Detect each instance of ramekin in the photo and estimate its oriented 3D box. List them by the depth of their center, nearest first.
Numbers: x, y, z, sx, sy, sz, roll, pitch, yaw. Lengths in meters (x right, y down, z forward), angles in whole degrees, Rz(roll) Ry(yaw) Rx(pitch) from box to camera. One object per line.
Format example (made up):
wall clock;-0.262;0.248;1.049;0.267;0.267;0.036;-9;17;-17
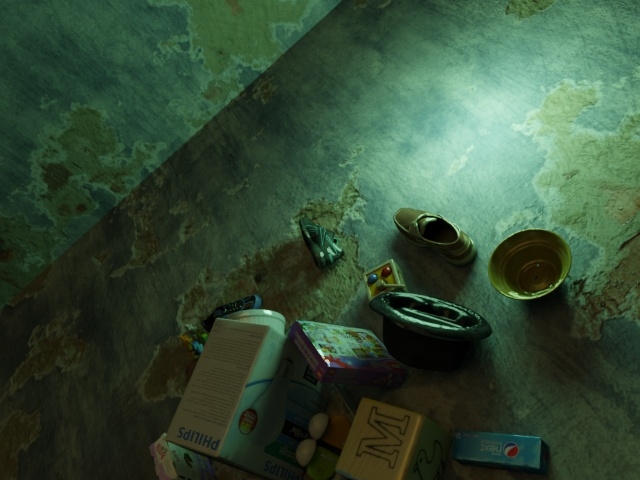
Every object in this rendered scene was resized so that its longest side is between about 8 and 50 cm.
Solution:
ramekin;-0.215;0.314;1.969;0.207;0.207;0.109;-20;58;25

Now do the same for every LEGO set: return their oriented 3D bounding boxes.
LEGO set;-0.440;0.386;2.182;0.087;0.093;0.227;-32;28;-32

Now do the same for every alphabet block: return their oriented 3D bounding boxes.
alphabet block;0.185;0.530;1.495;0.194;0.192;0.197;6;64;39

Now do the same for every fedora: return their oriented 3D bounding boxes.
fedora;0.284;0.254;1.624;0.334;0.334;0.152;21;107;45

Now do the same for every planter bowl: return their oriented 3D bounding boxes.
planter bowl;0.568;0.082;1.606;0.217;0.090;0.217;-21;48;24

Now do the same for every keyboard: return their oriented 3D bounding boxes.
keyboard;0.090;0.473;1.696;0.014;0.072;0.256;-42;42;1

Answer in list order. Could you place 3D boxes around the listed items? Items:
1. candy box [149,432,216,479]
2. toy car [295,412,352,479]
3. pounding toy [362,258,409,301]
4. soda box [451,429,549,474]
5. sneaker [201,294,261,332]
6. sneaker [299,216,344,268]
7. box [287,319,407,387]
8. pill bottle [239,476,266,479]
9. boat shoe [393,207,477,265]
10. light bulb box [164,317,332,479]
candy box;-0.414;0.696;1.831;0.070;0.196;0.165;-42;42;4
toy car;0.017;0.565;1.651;0.182;0.159;0.136;-62;10;-17
pounding toy;0.205;0.138;1.841;0.130;0.100;0.141;-29;45;18
soda box;0.422;0.499;1.419;0.210;0.067;0.071;-7;56;35
sneaker;-0.324;0.263;2.169;0.232;0.090;0.081;-36;43;11
sneaker;0.000;0.000;2.133;0.106;0.101;0.267;-22;43;-6
box;0.076;0.316;1.669;0.201;0.293;0.057;48;116;48
pill bottle;-0.232;0.740;1.690;0.215;0.117;0.117;-33;40;42
boat shoe;0.341;-0.039;1.856;0.123;0.116;0.324;-52;43;-7
light bulb box;-0.182;0.463;1.709;0.225;0.358;0.360;0;60;40
